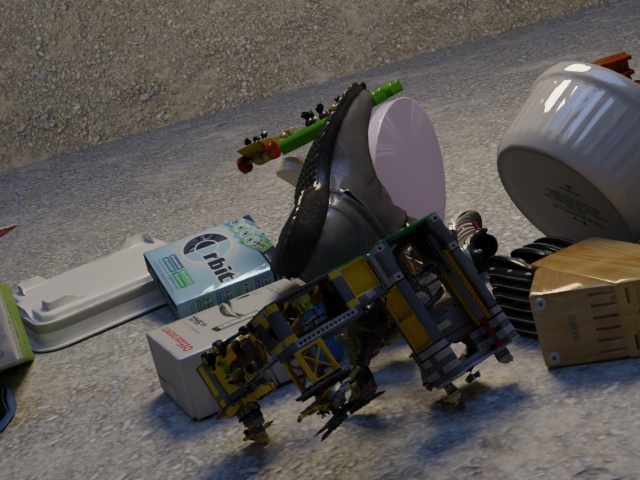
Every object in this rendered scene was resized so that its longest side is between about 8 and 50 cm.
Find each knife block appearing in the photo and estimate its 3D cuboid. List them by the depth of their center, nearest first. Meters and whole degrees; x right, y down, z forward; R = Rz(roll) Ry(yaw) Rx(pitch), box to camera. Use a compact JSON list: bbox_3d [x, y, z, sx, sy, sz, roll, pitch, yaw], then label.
[{"bbox_3d":[0.323,0.048,1.348,0.276,0.088,0.242,-10,17,21],"label":"knife block"}]

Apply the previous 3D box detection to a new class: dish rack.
[{"bbox_3d":[-0.357,0.072,1.971,0.333,0.072,0.286,-24,18,-24],"label":"dish rack"}]

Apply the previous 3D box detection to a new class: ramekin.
[{"bbox_3d":[0.342,-0.084,1.485,0.127,0.273,0.273,-46,26,-16],"label":"ramekin"}]

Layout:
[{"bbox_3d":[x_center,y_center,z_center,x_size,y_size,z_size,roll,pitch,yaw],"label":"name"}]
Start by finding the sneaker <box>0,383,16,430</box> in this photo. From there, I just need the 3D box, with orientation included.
[{"bbox_3d":[-0.473,0.225,1.511,0.081,0.090,0.232,-10,17,21],"label":"sneaker"}]

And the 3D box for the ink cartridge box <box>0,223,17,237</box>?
[{"bbox_3d":[-0.561,0.063,1.632,0.239,0.060,0.275,-17,-3,-35],"label":"ink cartridge box"}]

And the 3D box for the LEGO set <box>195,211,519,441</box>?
[{"bbox_3d":[0.050,0.132,1.274,0.331,0.192,0.255,-25,-11,-41],"label":"LEGO set"}]

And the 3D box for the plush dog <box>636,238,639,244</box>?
[{"bbox_3d":[0.510,-0.030,1.309,0.263,0.210,0.225,-22,40,-23],"label":"plush dog"}]

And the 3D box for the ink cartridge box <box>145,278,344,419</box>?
[{"bbox_3d":[-0.097,0.131,1.479,0.203,0.085,0.148,-21,17,-20],"label":"ink cartridge box"}]

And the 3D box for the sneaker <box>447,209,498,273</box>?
[{"bbox_3d":[0.215,0.006,1.655,0.075,0.063,0.170,-9,22,23],"label":"sneaker"}]

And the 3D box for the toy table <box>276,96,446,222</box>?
[{"bbox_3d":[0.072,-0.072,1.778,0.161,0.252,0.274,-16,45,38],"label":"toy table"}]

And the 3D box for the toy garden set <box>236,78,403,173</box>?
[{"bbox_3d":[-0.009,-0.186,1.829,0.204,0.049,0.244,-24,7,31],"label":"toy garden set"}]

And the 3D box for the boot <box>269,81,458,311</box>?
[{"bbox_3d":[0.078,-0.043,1.571,0.118,0.223,0.338,121,169,-55],"label":"boot"}]

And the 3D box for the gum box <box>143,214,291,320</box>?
[{"bbox_3d":[-0.162,0.042,1.840,0.184,0.041,0.157,-21,38,-17],"label":"gum box"}]

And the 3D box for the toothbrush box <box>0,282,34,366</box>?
[{"bbox_3d":[-0.523,0.145,1.646,0.206,0.122,0.283,-19,-3,-11],"label":"toothbrush box"}]

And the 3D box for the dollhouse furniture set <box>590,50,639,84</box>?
[{"bbox_3d":[0.564,-0.245,2.038,0.262,0.135,0.259,-19,16,-11],"label":"dollhouse furniture set"}]
